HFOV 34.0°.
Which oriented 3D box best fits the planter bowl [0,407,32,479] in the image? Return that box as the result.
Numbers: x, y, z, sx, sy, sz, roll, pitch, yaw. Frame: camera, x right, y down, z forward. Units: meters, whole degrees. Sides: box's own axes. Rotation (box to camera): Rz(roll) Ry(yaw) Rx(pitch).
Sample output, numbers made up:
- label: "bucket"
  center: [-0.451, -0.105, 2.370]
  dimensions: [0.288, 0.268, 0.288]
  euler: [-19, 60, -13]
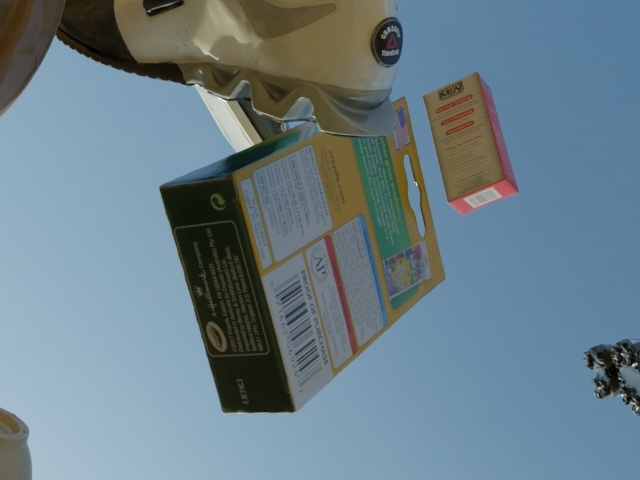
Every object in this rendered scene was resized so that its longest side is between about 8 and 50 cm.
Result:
- label: "planter bowl"
  center: [-0.382, 0.239, 1.138]
  dimensions: [0.162, 0.162, 0.109]
  euler: [26, -87, 26]

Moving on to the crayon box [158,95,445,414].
- label: "crayon box"
  center: [0.000, 0.000, 0.967]
  dimensions: [0.083, 0.323, 0.203]
  euler: [-6, -76, 32]

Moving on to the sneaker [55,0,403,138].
- label: "sneaker"
  center: [-0.075, -0.187, 0.793]
  dimensions: [0.330, 0.122, 0.146]
  euler: [19, -68, 29]

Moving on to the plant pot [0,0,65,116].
- label: "plant pot"
  center: [-0.282, -0.169, 0.638]
  dimensions: [0.237, 0.110, 0.237]
  euler: [-4, -104, 17]

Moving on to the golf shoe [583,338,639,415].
- label: "golf shoe"
  center: [0.340, 0.129, 1.062]
  dimensions: [0.093, 0.198, 0.077]
  euler: [-11, -88, -3]

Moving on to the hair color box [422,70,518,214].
- label: "hair color box"
  center: [0.163, -0.107, 1.149]
  dimensions: [0.072, 0.043, 0.141]
  euler: [-22, -119, 24]

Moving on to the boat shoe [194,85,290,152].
- label: "boat shoe"
  center: [-0.065, -0.152, 1.141]
  dimensions: [0.099, 0.319, 0.116]
  euler: [-43, -138, -9]
